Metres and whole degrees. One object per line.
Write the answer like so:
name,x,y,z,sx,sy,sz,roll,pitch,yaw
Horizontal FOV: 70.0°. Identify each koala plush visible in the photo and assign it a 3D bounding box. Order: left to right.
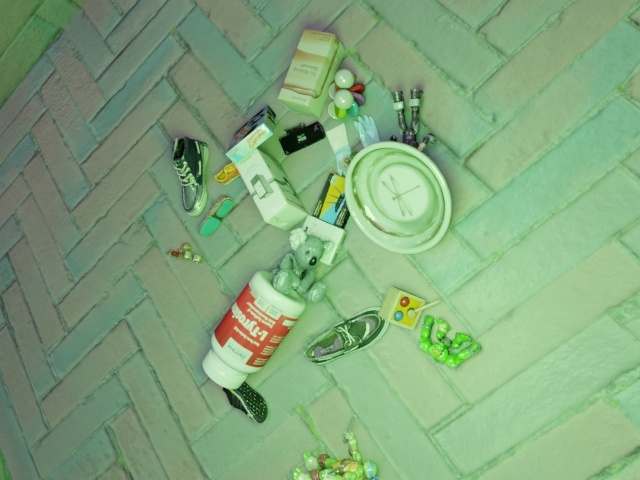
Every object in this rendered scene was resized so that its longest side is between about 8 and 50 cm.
koala plush,-0.063,0.072,1.637,0.221,0.196,0.203,-65,25,12

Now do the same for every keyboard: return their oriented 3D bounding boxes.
keyboard,-0.075,-0.425,1.853,0.192,0.038,0.100,-20,97,19

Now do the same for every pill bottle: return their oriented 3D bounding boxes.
pill bottle,-0.254,0.333,1.691,0.229,0.229,0.408,38,98,24

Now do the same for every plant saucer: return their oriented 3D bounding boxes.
plant saucer,0.269,-0.151,1.549,0.400,0.100,0.400,23,129,30

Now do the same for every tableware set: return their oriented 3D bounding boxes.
tableware set,0.137,-0.259,1.691,0.104,0.024,0.154,-36,64,0

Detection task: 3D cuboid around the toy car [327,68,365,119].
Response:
toy car,0.106,-0.549,1.741,0.136,0.159,0.182,4,81,-12

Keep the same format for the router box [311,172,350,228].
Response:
router box,0.062,-0.150,1.730,0.133,0.046,0.179,24,90,25

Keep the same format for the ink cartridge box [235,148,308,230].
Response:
ink cartridge box,-0.184,-0.192,1.763,0.115,0.198,0.273,-35,70,14

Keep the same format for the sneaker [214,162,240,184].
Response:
sneaker,-0.370,-0.299,1.937,0.175,0.067,0.064,-39,67,12

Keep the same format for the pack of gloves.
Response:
pack of gloves,0.130,-0.362,1.738,0.195,0.046,0.232,-21,73,18

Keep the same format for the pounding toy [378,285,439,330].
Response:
pounding toy,0.294,0.224,1.523,0.130,0.141,0.100,-67,21,1

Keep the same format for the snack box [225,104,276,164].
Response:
snack box,-0.268,-0.423,1.804,0.187,0.060,0.322,-36,24,14

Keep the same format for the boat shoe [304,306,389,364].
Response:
boat shoe,0.092,0.344,1.595,0.335,0.119,0.121,-37,69,15

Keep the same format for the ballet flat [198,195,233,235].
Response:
ballet flat,-0.446,-0.108,1.949,0.206,0.073,0.067,-46,40,8

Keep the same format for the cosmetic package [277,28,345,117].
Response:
cosmetic package,-0.035,-0.659,1.813,0.153,0.129,0.296,20,90,24

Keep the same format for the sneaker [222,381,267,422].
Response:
sneaker,-0.294,0.614,1.760,0.234,0.084,0.097,43,123,25

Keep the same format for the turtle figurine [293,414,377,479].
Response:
turtle figurine,0.037,0.717,1.521,0.266,0.275,0.198,-21,39,24

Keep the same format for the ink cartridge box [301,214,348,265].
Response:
ink cartridge box,0.000,0.000,1.744,0.179,0.045,0.145,25,93,35

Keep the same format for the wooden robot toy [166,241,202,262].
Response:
wooden robot toy,-0.586,0.043,1.977,0.173,0.076,0.079,9,74,25

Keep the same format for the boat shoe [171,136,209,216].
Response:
boat shoe,-0.578,-0.283,1.975,0.127,0.158,0.340,-4,79,23

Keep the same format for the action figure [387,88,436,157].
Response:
action figure,0.319,-0.388,1.632,0.185,0.099,0.285,0,96,17

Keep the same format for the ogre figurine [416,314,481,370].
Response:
ogre figurine,0.403,0.336,1.478,0.197,0.097,0.118,33,77,10
